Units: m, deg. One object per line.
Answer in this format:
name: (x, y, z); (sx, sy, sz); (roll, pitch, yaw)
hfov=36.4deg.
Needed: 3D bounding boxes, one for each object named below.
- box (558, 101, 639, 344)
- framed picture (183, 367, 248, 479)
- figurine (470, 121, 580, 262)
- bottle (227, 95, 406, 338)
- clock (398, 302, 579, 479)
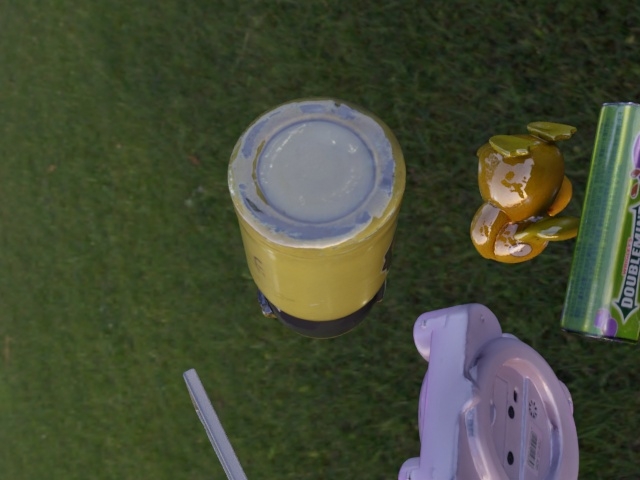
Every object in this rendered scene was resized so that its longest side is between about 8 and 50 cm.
box: (0.444, -0.020, 1.437); (0.097, 0.134, 0.345); (10, 88, 47)
framed picture: (-0.099, 0.313, 1.221); (0.289, 0.020, 0.211); (61, 167, 16)
figurine: (0.344, -0.077, 1.658); (0.215, 0.215, 0.228); (-11, 97, 45)
bottle: (0.000, 0.000, 1.076); (0.351, 0.171, 0.171); (87, 166, -67)
clock: (0.246, 0.268, 1.347); (0.113, 0.322, 0.295); (-15, 54, 38)
